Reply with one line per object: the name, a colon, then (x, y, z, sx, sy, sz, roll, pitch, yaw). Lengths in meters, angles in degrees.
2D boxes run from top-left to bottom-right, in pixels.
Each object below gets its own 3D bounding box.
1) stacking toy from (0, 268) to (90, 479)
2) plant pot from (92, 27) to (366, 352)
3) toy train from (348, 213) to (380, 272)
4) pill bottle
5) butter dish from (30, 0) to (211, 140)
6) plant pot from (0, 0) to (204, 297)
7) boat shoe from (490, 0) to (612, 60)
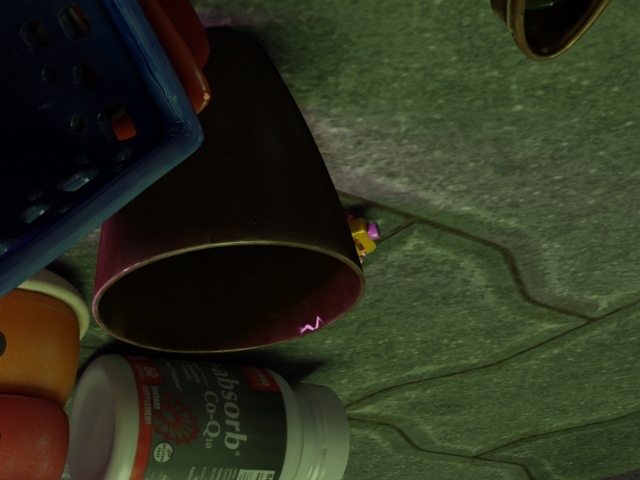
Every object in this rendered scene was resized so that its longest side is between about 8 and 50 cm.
stacking toy: (-0.390, 0.288, 1.242, 0.350, 0.480, 0.351, -14, 157, -6)
plant pot: (-0.084, -0.053, 0.947, 0.215, 0.231, 0.215, -6, 154, -3)
toy train: (0.000, 0.000, 1.292, 0.125, 0.046, 0.166, -2, 150, -9)
pill bottle: (-0.155, 0.277, 1.616, 0.362, 0.210, 0.210, 9, 149, -32)
butter dish: (-0.147, -0.156, 0.858, 0.160, 0.160, 0.118, -27, -168, 41)
plant pot: (-0.257, -0.090, 0.744, 0.212, 0.236, 0.236, -14, -160, 46)
boat shoe: (0.188, -0.237, 0.760, 0.122, 0.120, 0.324, -8, 157, -8)
